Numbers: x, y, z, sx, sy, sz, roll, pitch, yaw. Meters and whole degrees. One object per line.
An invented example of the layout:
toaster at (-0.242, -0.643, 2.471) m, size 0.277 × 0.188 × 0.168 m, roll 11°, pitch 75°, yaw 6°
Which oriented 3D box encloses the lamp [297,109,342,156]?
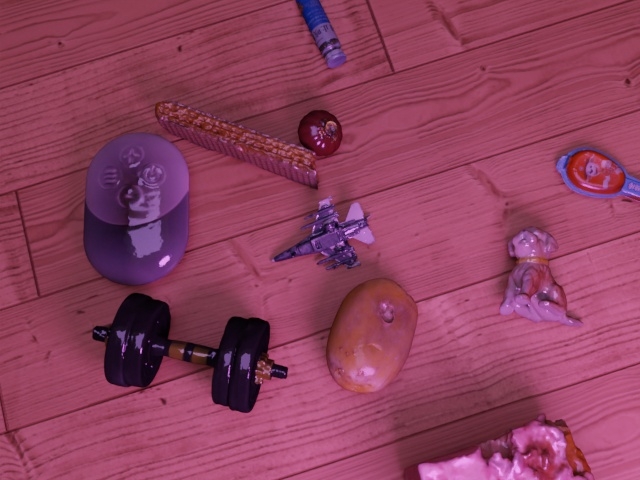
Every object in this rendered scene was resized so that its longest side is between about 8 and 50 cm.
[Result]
lamp at (0.000, -0.227, 1.650) m, size 0.101 × 0.090 × 0.101 m, roll 6°, pitch 79°, yaw -31°

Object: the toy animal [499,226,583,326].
toy animal at (0.451, 0.071, 1.563) m, size 0.184 × 0.104 × 0.185 m, roll 19°, pitch 57°, yaw -21°

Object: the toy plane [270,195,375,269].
toy plane at (0.007, 0.001, 1.598) m, size 0.234 × 0.082 × 0.160 m, roll -25°, pitch 102°, yaw -3°

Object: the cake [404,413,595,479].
cake at (0.323, 0.488, 1.349) m, size 0.307 × 0.293 × 0.314 m, roll -11°, pitch 69°, yaw -2°

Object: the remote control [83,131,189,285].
remote control at (-0.383, -0.069, 1.622) m, size 0.221 × 0.103 × 0.332 m, roll -4°, pitch 77°, yaw 4°

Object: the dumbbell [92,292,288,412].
dumbbell at (-0.252, 0.216, 1.502) m, size 0.388 × 0.185 × 0.185 m, roll 11°, pitch 76°, yaw 5°

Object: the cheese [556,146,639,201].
cheese at (0.616, -0.122, 1.617) m, size 0.256 × 0.037 × 0.106 m, roll 21°, pitch 79°, yaw 9°

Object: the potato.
potato at (0.095, 0.182, 1.516) m, size 0.150 × 0.146 × 0.234 m, roll 41°, pitch 61°, yaw -32°

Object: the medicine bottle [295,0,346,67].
medicine bottle at (-0.001, -0.476, 1.734) m, size 0.051 × 0.051 × 0.191 m, roll -24°, pitch 75°, yaw -3°

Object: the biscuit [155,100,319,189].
biscuit at (-0.174, -0.209, 1.652) m, size 0.378 × 0.094 × 0.054 m, roll 21°, pitch 78°, yaw 9°
